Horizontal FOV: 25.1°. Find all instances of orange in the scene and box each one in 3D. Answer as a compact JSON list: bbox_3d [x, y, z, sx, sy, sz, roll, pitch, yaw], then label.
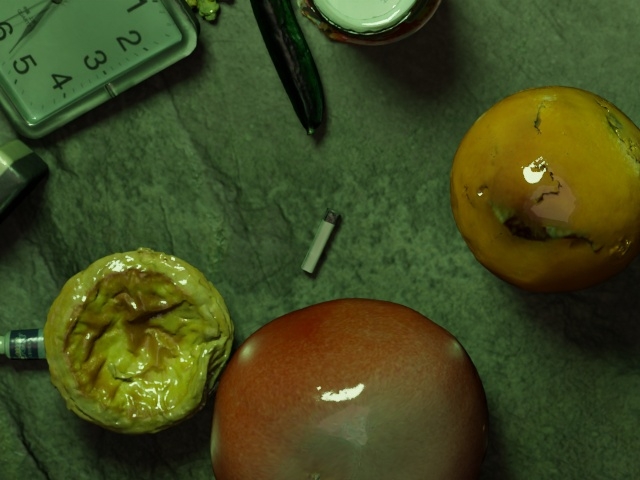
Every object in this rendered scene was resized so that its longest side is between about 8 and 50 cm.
[{"bbox_3d":[0.272,-0.058,1.669,0.246,0.246,0.246,1,102,4],"label":"orange"}]

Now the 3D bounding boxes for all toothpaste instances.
[{"bbox_3d":[-0.328,0.131,1.848,0.216,0.037,0.061,-1,102,-3],"label":"toothpaste"}]

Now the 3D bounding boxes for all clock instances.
[{"bbox_3d":[-0.319,-0.289,1.729,0.279,0.049,0.273,-26,109,16],"label":"clock"}]

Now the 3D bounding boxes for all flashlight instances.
[{"bbox_3d":[0.000,0.000,1.807,0.018,0.018,0.083,24,102,0],"label":"flashlight"}]

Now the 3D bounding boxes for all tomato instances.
[{"bbox_3d":[0.035,0.241,1.725,0.342,0.273,0.341,1,101,3],"label":"tomato"}]

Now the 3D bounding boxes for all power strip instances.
[{"bbox_3d":[-0.452,-0.015,1.789,0.070,0.105,0.256,43,101,-4],"label":"power strip"}]

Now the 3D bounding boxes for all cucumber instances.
[{"bbox_3d":[-0.049,-0.264,1.734,0.056,0.056,0.284,-15,106,7],"label":"cucumber"}]

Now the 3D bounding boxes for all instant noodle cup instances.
[{"bbox_3d":[0.052,-0.306,1.643,0.193,0.212,0.193,1,102,4],"label":"instant noodle cup"}]

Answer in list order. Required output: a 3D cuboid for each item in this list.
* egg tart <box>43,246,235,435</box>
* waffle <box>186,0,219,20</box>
[{"bbox_3d":[-0.226,0.125,1.794,0.241,0.106,0.241,-1,99,-8],"label":"egg tart"},{"bbox_3d":[-0.181,-0.354,1.738,0.184,0.036,0.169,18,104,0],"label":"waffle"}]
